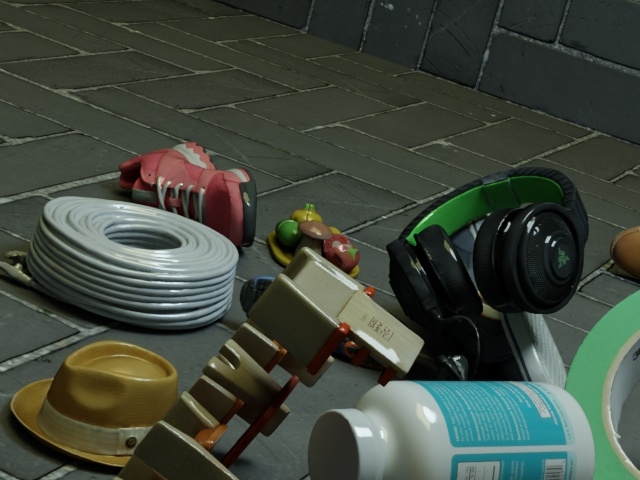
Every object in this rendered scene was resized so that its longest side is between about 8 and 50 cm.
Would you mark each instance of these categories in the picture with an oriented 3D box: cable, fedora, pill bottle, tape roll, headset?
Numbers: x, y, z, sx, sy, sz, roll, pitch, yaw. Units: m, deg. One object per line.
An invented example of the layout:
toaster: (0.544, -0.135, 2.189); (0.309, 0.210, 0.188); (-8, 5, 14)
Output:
cable: (-0.227, 0.022, 1.760); (0.257, 0.089, 0.257); (24, 19, 26)
fedora: (-0.201, 0.150, 1.406); (0.194, 0.079, 0.194); (13, 18, -4)
pill bottle: (0.123, 0.207, 1.382); (0.264, 0.146, 0.146); (5, 20, -31)
tape roll: (0.412, 0.180, 1.473); (0.321, 0.321, 0.077); (27, -21, 34)
headset: (0.198, 0.060, 1.711); (0.243, 0.185, 0.394); (-15, 26, 26)

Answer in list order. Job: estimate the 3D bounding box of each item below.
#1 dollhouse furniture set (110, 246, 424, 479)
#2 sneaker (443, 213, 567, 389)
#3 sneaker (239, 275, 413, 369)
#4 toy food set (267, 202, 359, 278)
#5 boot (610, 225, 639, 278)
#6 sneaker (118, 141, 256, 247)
dollhouse furniture set: (-0.044, 0.147, 1.268); (0.135, 0.259, 0.262); (39, 26, 1)
sneaker: (0.215, 0.110, 1.823); (0.126, 0.127, 0.321); (47, 18, -38)
sneaker: (0.004, 0.098, 1.759); (0.221, 0.083, 0.087); (21, 9, -9)
toy food set: (0.000, 0.000, 2.045); (0.128, 0.071, 0.218); (10, 18, -15)
boot: (0.592, 0.076, 2.281); (0.283, 0.109, 0.220); (25, 23, 7)
sneaker: (-0.193, -0.056, 2.046); (0.136, 0.116, 0.314); (-7, 19, -27)
